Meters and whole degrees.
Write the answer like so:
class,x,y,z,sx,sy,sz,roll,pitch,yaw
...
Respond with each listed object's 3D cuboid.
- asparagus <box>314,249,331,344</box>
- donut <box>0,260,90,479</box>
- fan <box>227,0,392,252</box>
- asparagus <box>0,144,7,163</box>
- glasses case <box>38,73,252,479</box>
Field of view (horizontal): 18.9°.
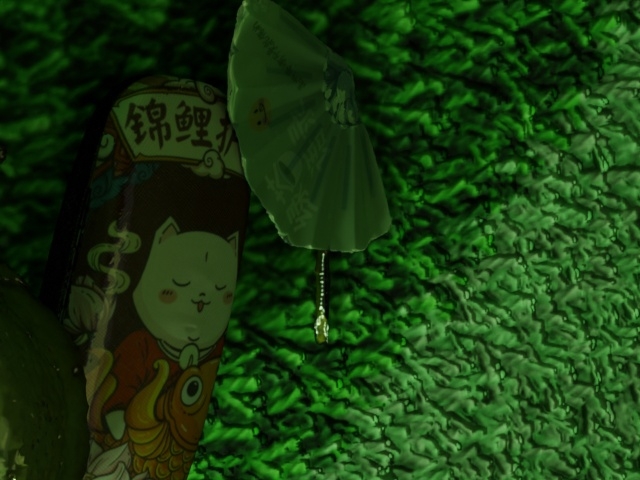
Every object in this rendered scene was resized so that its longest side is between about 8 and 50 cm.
class,x,y,z,sx,sy,sz,roll,pitch,yaw
asparagus,0.000,0.000,1.366,0.016,0.013,0.166,-17,117,-33
donut,-0.277,0.121,1.144,0.272,0.107,0.272,0,85,4
fan,-0.007,-0.069,1.307,0.131,0.009,0.240,-57,137,-26
asparagus,-0.233,-0.096,1.203,0.018,0.015,0.127,-36,122,-9
glasses case,-0.122,0.051,1.252,0.122,0.082,0.321,13,90,-45
